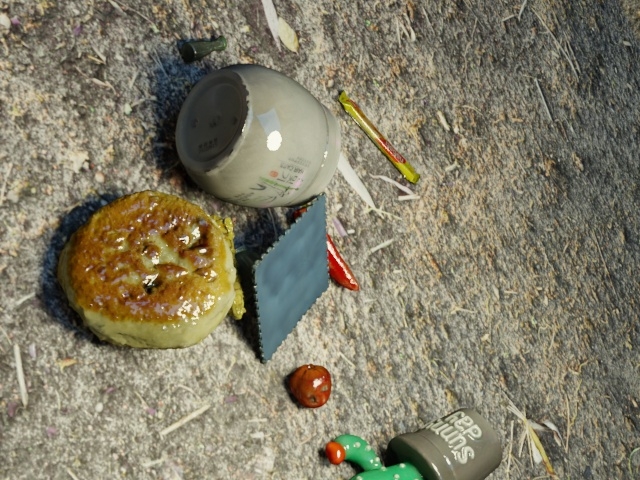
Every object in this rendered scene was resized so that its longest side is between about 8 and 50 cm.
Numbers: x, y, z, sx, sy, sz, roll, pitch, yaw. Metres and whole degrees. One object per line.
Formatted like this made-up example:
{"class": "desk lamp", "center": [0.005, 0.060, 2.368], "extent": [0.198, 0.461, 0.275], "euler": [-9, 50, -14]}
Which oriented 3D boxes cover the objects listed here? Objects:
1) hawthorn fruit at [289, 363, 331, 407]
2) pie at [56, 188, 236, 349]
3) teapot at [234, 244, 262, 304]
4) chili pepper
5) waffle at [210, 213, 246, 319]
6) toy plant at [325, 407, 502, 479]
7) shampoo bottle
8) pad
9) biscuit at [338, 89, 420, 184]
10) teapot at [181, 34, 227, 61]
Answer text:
{"class": "hawthorn fruit", "center": [-0.018, 0.293, 1.815], "extent": [0.093, 0.093, 0.093], "euler": [17, 63, -36]}
{"class": "pie", "center": [-0.296, 0.047, 1.603], "extent": [0.315, 0.092, 0.315], "euler": [8, 66, -18]}
{"class": "teapot", "center": [-0.135, 0.058, 1.782], "extent": [0.149, 0.111, 0.108], "euler": [-22, 73, -38]}
{"class": "chili pepper", "center": [0.000, 0.000, 1.945], "extent": [0.063, 0.071, 0.272], "euler": [-35, 100, -39]}
{"class": "waffle", "center": [-0.191, 0.047, 1.706], "extent": [0.046, 0.161, 0.191], "euler": [50, 59, -68]}
{"class": "toy plant", "center": [0.173, 0.482, 1.838], "extent": [0.400, 0.185, 0.279], "euler": [-24, 84, -29]}
{"class": "shampoo bottle", "center": [-0.120, -0.197, 1.780], "extent": [0.266, 0.273, 0.272], "euler": [17, 63, -45]}
{"class": "pad", "center": [-0.052, 0.074, 1.795], "extent": [0.269, 0.012, 0.268], "euler": [-48, 147, -43]}
{"class": "biscuit", "center": [0.142, -0.245, 2.198], "extent": [0.292, 0.026, 0.048], "euler": [46, 30, -18]}
{"class": "teapot", "center": [-0.241, -0.408, 1.917], "extent": [0.111, 0.043, 0.042], "euler": [-30, 94, -46]}
